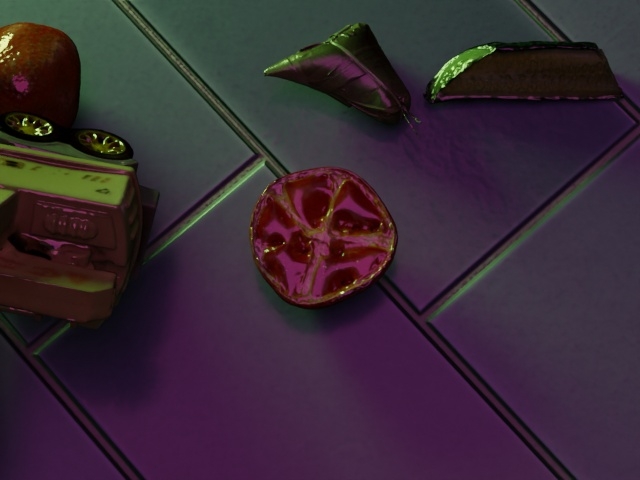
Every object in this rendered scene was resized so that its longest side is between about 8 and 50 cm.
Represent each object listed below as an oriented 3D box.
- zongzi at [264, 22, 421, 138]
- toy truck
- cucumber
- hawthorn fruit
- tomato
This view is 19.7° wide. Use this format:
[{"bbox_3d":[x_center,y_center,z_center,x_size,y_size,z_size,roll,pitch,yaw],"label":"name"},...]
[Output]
[{"bbox_3d":[0.029,-0.148,1.986,0.130,0.062,0.154,-25,75,-17],"label":"zongzi"},{"bbox_3d":[-0.370,-0.030,1.825,0.405,0.254,0.180,14,113,-8],"label":"toy truck"},{"bbox_3d":[0.221,-0.189,2.000,0.220,0.070,0.046,-2,43,-1],"label":"cucumber"},{"bbox_3d":[-0.320,-0.167,1.976,0.133,0.133,0.138,21,59,7],"label":"hawthorn fruit"},{"bbox_3d":[0.000,0.000,1.942,0.156,0.069,0.155,0,76,0],"label":"tomato"}]
